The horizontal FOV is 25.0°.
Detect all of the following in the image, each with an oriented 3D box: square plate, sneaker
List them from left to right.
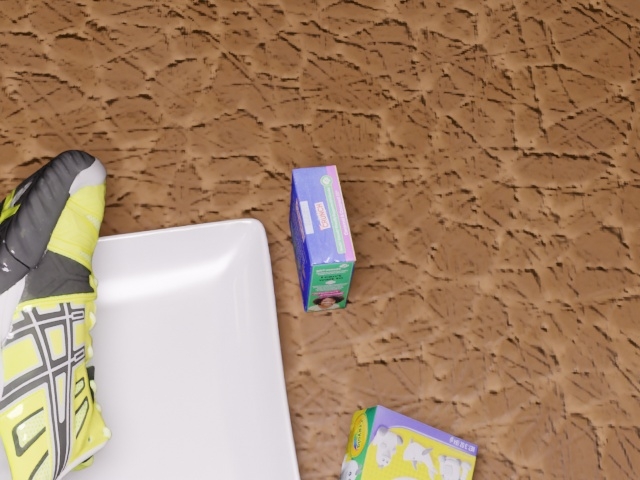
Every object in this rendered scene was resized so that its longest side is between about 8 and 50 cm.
[{"bbox_3d":[-0.236,0.106,1.133,0.147,0.145,0.385,29,61,-24],"label":"sneaker"},{"bbox_3d":[-0.193,0.163,1.189,0.344,0.049,0.347,-7,67,-5],"label":"square plate"}]

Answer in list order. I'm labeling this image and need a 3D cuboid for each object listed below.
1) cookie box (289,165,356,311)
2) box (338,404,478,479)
[{"bbox_3d":[0.000,0.000,1.238,0.040,0.107,0.092,-8,67,-6],"label":"cookie box"},{"bbox_3d":[0.059,0.233,1.153,0.105,0.043,0.179,24,66,-22],"label":"box"}]
